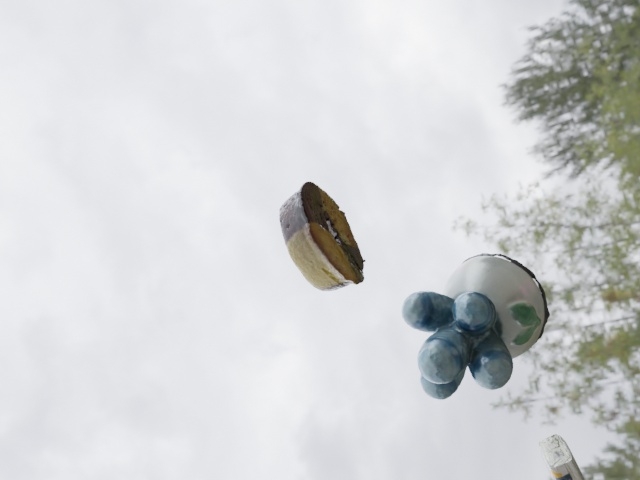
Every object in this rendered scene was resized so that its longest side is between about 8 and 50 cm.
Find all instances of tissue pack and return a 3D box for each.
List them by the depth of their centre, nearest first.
[{"bbox_3d":[0.350,0.329,1.263,0.083,0.042,0.062,60,-171,-27],"label":"tissue pack"}]

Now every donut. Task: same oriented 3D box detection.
[{"bbox_3d":[0.000,0.000,1.397,0.166,0.073,0.184,11,-128,-62],"label":"donut"}]

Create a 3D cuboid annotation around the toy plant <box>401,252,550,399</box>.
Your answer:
[{"bbox_3d":[0.284,0.181,1.720,0.332,0.247,0.247,-27,-82,-51],"label":"toy plant"}]
